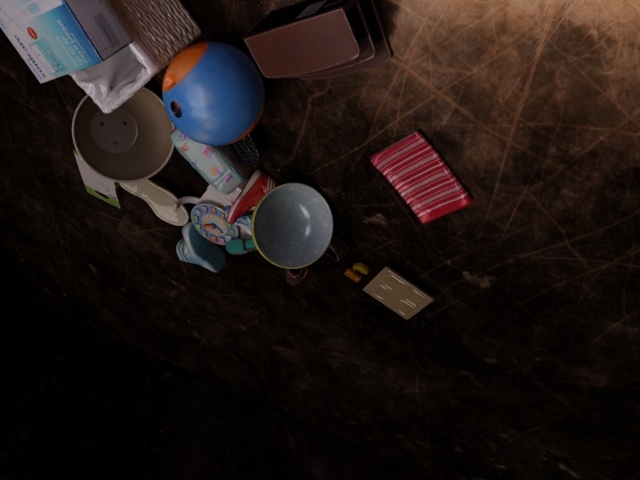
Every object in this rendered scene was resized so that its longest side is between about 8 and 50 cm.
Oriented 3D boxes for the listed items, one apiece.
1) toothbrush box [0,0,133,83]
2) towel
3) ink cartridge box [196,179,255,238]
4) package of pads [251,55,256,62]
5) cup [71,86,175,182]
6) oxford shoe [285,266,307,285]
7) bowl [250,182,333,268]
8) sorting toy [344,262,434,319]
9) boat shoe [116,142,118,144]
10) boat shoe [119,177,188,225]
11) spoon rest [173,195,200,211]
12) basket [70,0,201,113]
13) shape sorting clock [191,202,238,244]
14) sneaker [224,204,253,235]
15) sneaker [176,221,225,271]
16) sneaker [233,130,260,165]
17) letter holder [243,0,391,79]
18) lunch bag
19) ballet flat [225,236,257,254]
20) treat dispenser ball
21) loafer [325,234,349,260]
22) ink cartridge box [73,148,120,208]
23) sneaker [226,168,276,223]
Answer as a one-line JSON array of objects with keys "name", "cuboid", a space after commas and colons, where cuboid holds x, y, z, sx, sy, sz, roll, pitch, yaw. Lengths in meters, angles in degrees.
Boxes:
[{"name": "toothbrush box", "cuboid": [-0.654, -0.544, 1.342, 0.295, 0.126, 0.216, 1, 131, 35]}, {"name": "towel", "cuboid": [0.296, -0.177, 1.576, 0.275, 0.031, 0.199, 47, 139, -18]}, {"name": "ink cartridge box", "cuboid": [-0.303, -0.119, 2.032, 0.296, 0.066, 0.261, 41, 142, -10]}, {"name": "package of pads", "cuboid": [-0.156, -0.521, 1.517, 0.083, 0.032, 0.050, 27, 146, 7]}, {"name": "cup", "cuboid": [-0.702, -0.382, 1.868, 0.237, 0.331, 0.331, 25, 151, 56]}, {"name": "oxford shoe", "cuboid": [-0.106, 0.109, 2.115, 0.096, 0.098, 0.271, 27, 142, 8]}, {"name": "bowl", "cuboid": [-0.118, -0.053, 1.841, 0.289, 0.289, 0.156, 49, 165, -20]}, {"name": "sorting toy", "cuboid": [0.249, 0.166, 1.982, 0.307, 0.041, 0.229, 34, 147, -2]}, {"name": "boat shoe", "cuboid": [-0.786, -0.347, 2.146, 0.125, 0.038, 0.046, 47, 140, -17]}, {"name": "boat shoe", "cuboid": [-0.673, -0.184, 2.200, 0.324, 0.097, 0.117, 36, 102, -10]}, {"name": "spoon rest", "cuboid": [-0.449, -0.107, 2.156, 0.276, 0.084, 0.137, 23, 145, -9]}, {"name": "basket", "cuboid": [-0.587, -0.609, 1.536, 0.328, 0.266, 0.331, -16, 122, 44]}, {"name": "shape sorting clock", "cuboid": [-0.414, -0.060, 2.081, 0.206, 0.040, 0.206, 16, 140, 14]}, {"name": "sneaker", "cuboid": [-0.276, -0.086, 1.963, 0.162, 0.063, 0.073, 33, 125, -7]}, {"name": "sneaker", "cuboid": [-0.558, 0.018, 2.284, 0.208, 0.127, 0.319, 14, 150, 24]}, {"name": "sneaker", "cuboid": [-0.260, -0.349, 1.736, 0.084, 0.097, 0.235, -16, 106, -2]}, {"name": "letter holder", "cuboid": [-0.001, -0.484, 1.354, 0.301, 0.152, 0.214, 0, 133, 35]}, {"name": "lunch bag", "cuboid": [-0.352, -0.299, 1.754, 0.108, 0.224, 0.279, -37, 107, 19]}, {"name": "ballet flat", "cuboid": [-0.279, 0.019, 2.058, 0.188, 0.070, 0.070, -6, 128, 34]}, {"name": "treat dispenser ball", "cuboid": [-0.302, -0.415, 1.525, 0.288, 0.288, 0.288, 19, 140, 17]}, {"name": "loafer", "cuboid": [0.000, 0.000, 1.937, 0.220, 0.078, 0.080, 30, 142, 4]}, {"name": "ink cartridge box", "cuboid": [-0.916, -0.282, 2.266, 0.188, 0.097, 0.255, 25, 143, 9]}, {"name": "sneaker", "cuboid": [-0.230, -0.130, 1.877, 0.128, 0.087, 0.221, 32, 100, -8]}]
